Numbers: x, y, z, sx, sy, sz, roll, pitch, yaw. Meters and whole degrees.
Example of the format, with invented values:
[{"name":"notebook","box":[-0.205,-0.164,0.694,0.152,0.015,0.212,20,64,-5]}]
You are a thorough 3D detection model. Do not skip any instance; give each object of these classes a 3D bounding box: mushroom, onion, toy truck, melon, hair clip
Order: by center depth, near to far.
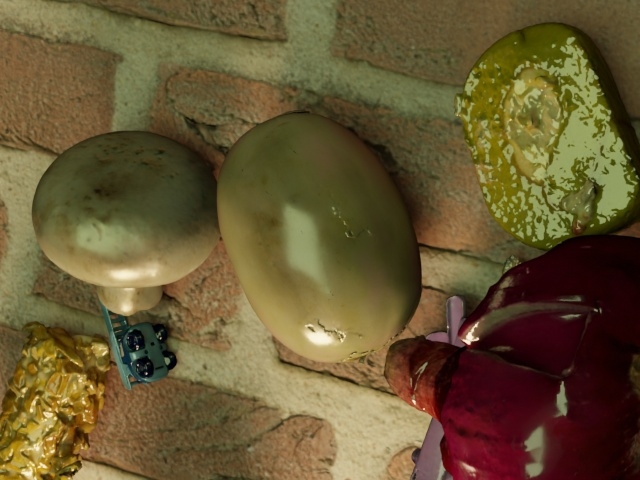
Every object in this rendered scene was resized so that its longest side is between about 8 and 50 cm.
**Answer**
[{"name":"onion","box":[0.248,0.191,1.768,0.420,0.398,0.398,-7,92,41]},{"name":"melon","box":[0.000,0.000,1.928,0.223,0.223,0.317,-26,85,23]},{"name":"hair clip","box":[0.158,0.205,1.958,0.137,0.090,0.278,18,94,33]},{"name":"mushroom","box":[-0.246,-0.014,2.056,0.243,0.243,0.243,2,95,23]},{"name":"toy truck","box":[-0.247,0.126,2.132,0.074,0.063,0.136,-22,83,42]}]

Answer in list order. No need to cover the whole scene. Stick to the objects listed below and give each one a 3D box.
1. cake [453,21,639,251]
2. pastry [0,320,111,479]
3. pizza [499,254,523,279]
[{"name":"cake","box":[0.266,-0.116,1.848,0.179,0.156,0.260,-23,84,16]},{"name":"pastry","box":[-0.361,0.240,2.162,0.154,0.102,0.250,19,101,24]},{"name":"pizza","box":[0.246,0.053,1.933,0.083,0.025,0.078,-11,95,16]}]
